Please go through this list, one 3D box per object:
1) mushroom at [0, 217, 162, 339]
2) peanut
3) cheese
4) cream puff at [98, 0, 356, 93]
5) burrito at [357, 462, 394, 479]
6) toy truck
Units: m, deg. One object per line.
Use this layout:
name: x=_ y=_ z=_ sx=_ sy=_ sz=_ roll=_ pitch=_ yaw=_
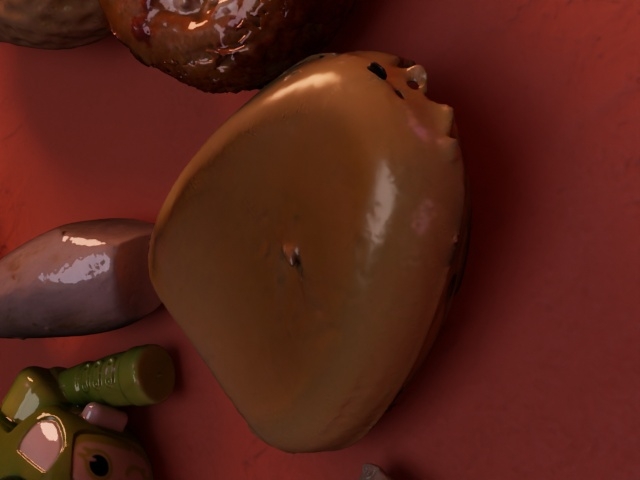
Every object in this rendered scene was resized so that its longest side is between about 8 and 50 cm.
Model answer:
mushroom: x=-0.260 y=0.044 z=1.095 sx=0.270 sy=0.118 sz=0.103 roll=-12 pitch=86 yaw=37
peanut: x=-0.274 y=-0.253 z=1.075 sx=0.313 sy=0.152 sz=0.152 roll=17 pitch=102 yaw=37
cheese: x=0.000 y=0.000 z=0.867 sx=0.259 sy=0.128 sz=0.316 roll=52 pitch=128 yaw=15
cream puff: x=-0.068 y=-0.232 z=0.906 sx=0.240 sy=0.164 sz=0.240 roll=8 pitch=106 yaw=28
burrito: x=0.014 y=0.301 z=0.927 sx=0.082 sy=0.059 sz=0.275 roll=41 pitch=115 yaw=38
toy truck: x=-0.233 y=0.187 z=1.074 sx=0.187 sy=0.148 sz=0.211 roll=4 pitch=74 yaw=42
